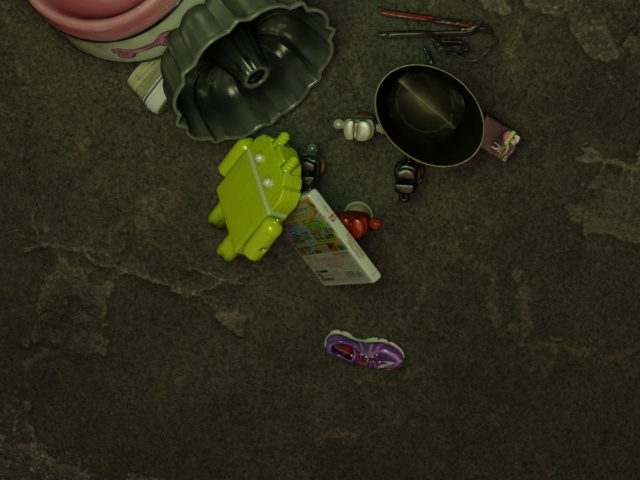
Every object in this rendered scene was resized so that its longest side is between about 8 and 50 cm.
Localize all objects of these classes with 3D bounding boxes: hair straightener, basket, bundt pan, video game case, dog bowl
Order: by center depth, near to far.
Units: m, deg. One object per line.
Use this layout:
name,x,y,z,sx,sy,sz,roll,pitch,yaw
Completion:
dog bowl,-0.361,-0.523,1.535,0.408,0.150,0.407,1,93,12
bundt pan,-0.142,-0.331,1.565,0.331,0.331,0.124,-40,67,14
basket,0.191,-0.242,1.591,0.204,0.227,0.154,37,105,-8
hair straightener,0.218,-0.377,1.650,0.231,0.047,0.089,6,107,-2
video game case,0.000,0.000,1.691,0.026,0.227,0.206,-42,103,-21

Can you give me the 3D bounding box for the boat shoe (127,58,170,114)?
boat shoe,-0.254,-0.372,1.650,0.094,0.109,0.302,41,107,-4

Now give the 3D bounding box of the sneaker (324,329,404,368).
sneaker,0.089,0.239,1.822,0.170,0.071,0.068,11,107,0

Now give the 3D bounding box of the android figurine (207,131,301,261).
android figurine,-0.124,-0.088,1.664,0.056,0.248,0.273,11,137,-37

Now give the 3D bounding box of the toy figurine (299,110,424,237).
toy figurine,0.073,-0.129,1.683,0.213,0.148,0.209,-42,94,16

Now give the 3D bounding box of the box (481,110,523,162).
box,0.334,-0.199,1.684,0.083,0.052,0.062,33,105,-5
